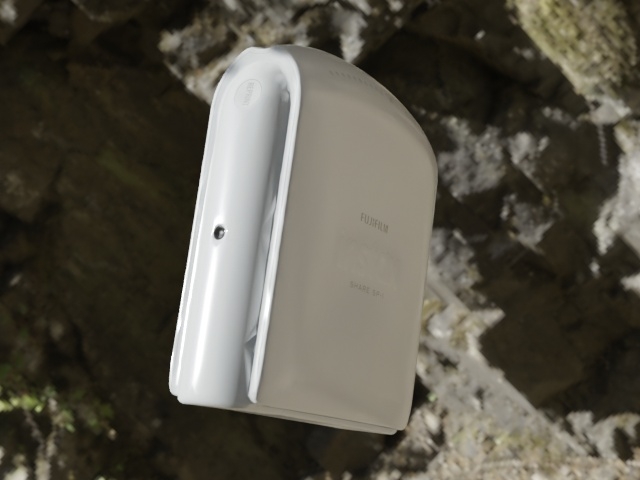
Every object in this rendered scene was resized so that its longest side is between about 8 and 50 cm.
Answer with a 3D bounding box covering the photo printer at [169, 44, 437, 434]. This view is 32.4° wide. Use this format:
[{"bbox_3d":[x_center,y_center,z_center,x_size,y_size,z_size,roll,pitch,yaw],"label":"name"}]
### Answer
[{"bbox_3d":[0.000,0.000,0.932,0.107,0.256,0.307,0,77,34],"label":"photo printer"}]
